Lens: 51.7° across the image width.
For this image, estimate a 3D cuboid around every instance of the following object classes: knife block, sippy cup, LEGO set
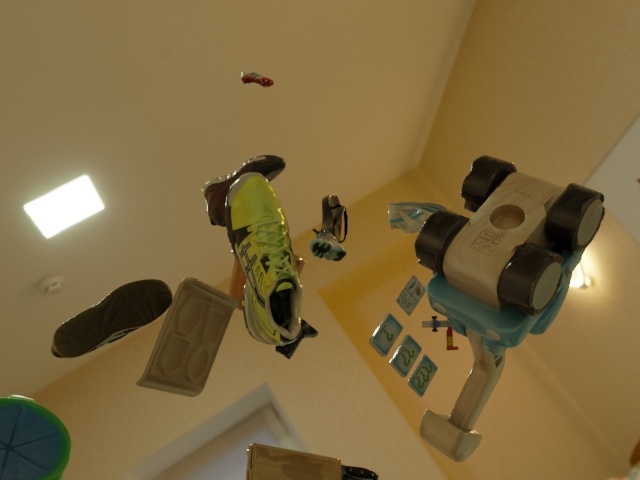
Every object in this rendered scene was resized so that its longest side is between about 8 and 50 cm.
[{"bbox_3d":[-0.008,0.485,1.337,0.242,0.088,0.276,-5,-32,7],"label":"knife block"},{"bbox_3d":[-0.647,0.476,1.321,0.224,0.240,0.305,-60,-11,25],"label":"sippy cup"},{"bbox_3d":[0.226,0.173,1.359,0.060,0.182,0.244,-10,37,55],"label":"LEGO set"}]

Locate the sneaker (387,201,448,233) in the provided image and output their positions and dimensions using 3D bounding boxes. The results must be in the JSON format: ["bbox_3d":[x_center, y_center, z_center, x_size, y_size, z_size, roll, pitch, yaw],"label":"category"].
[{"bbox_3d":[0.307,-0.068,2.053,0.087,0.092,0.228,-11,14,-39],"label":"sneaker"}]

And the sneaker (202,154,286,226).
[{"bbox_3d":[-0.199,-0.112,1.785,0.281,0.163,0.106,-23,-26,33],"label":"sneaker"}]

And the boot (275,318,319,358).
[{"bbox_3d":[-0.058,0.247,1.629,0.099,0.045,0.121,-60,-30,-11],"label":"boot"}]

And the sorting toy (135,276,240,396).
[{"bbox_3d":[-0.244,0.182,1.222,0.208,0.038,0.193,-66,-27,-9],"label":"sorting toy"}]

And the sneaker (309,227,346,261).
[{"bbox_3d":[0.000,0.000,1.199,0.038,0.069,0.098,-43,-34,14],"label":"sneaker"}]

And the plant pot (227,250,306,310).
[{"bbox_3d":[-0.169,0.106,1.845,0.205,0.205,0.188,17,-86,-66],"label":"plant pot"}]

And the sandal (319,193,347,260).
[{"bbox_3d":[0.040,-0.032,1.571,0.054,0.254,0.097,-15,-62,12],"label":"sandal"}]

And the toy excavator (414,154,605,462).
[{"bbox_3d":[0.316,0.144,1.188,0.433,0.222,0.445,-47,-41,-21],"label":"toy excavator"}]

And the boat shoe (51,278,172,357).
[{"bbox_3d":[-0.359,0.133,1.130,0.223,0.080,0.073,-31,5,-41],"label":"boat shoe"}]

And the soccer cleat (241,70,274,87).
[{"bbox_3d":[-0.154,-0.398,1.619,0.083,0.036,0.029,3,-34,-17],"label":"soccer cleat"}]

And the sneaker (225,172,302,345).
[{"bbox_3d":[-0.101,0.041,1.427,0.145,0.385,0.147,-17,11,-30],"label":"sneaker"}]
